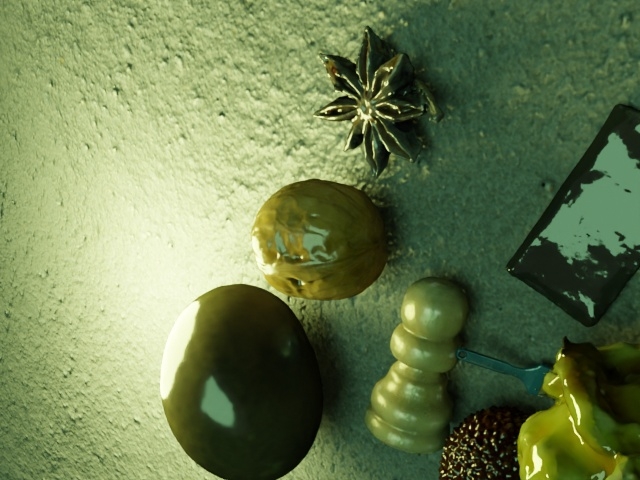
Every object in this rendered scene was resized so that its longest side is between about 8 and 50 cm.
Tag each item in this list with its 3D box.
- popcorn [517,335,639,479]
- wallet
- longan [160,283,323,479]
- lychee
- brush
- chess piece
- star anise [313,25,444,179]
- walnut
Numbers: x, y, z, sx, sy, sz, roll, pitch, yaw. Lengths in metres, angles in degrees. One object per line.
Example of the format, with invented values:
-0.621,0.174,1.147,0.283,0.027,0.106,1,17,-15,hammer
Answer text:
0.398,0.271,0.849,0.326,0.321,0.290,19,152,12,popcorn
0.374,-0.029,0.956,0.146,0.030,0.285,41,123,25,wallet
-0.137,0.250,1.272,0.288,0.288,0.350,-17,83,39,longan
0.258,0.332,1.054,0.188,0.188,0.188,11,109,35,lychee
0.276,0.189,1.058,0.164,0.014,0.051,18,112,5,brush
0.155,0.181,1.124,0.143,0.143,0.260,19,108,33,chess piece
0.095,-0.203,1.088,0.262,0.081,0.230,12,109,47,star anise
0.000,0.000,1.153,0.222,0.195,0.195,5,105,35,walnut
